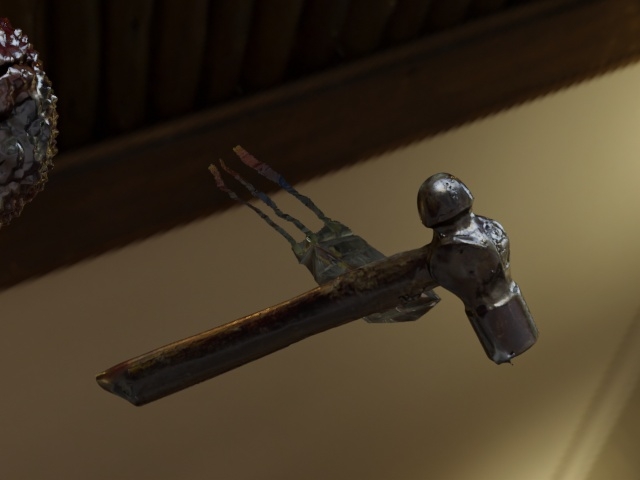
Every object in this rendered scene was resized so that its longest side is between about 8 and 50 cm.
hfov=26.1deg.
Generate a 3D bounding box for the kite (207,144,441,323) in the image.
[{"bbox_3d":[-0.001,0.001,1.285,0.141,0.245,0.015,-29,24,57],"label":"kite"}]

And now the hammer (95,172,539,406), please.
[{"bbox_3d":[-0.012,0.033,0.476,0.178,0.065,0.021,-23,16,31],"label":"hammer"}]

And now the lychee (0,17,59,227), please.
[{"bbox_3d":[-0.283,-0.085,1.006,0.188,0.188,0.188,-25,-31,-16],"label":"lychee"}]
